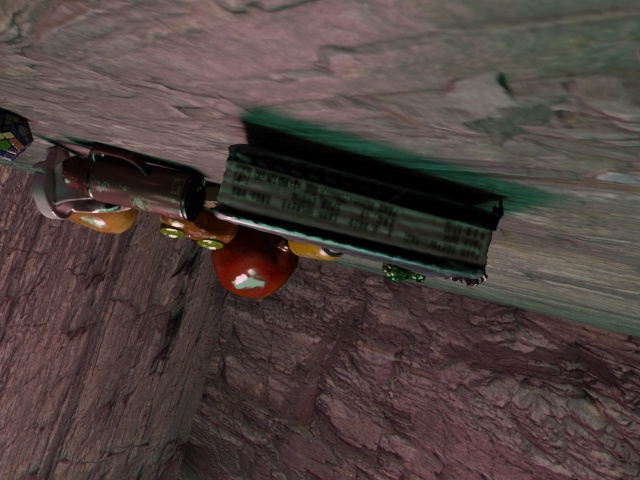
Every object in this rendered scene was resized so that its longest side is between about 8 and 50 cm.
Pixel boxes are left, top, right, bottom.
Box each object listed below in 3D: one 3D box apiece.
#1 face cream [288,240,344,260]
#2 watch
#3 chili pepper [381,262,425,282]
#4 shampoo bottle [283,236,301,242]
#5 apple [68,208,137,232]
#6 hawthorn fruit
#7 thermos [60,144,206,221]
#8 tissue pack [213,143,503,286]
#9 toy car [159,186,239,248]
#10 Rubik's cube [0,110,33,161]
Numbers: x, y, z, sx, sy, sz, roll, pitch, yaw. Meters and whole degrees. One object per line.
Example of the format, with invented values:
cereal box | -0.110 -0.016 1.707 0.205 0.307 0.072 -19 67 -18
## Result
face cream | 0.000 0.000 1.431 0.105 0.105 0.349 17 175 -16
watch | -0.599 -0.156 1.380 0.231 0.196 0.244 -6 174 5
chili pepper | 0.322 0.125 2.048 0.099 0.083 0.253 -1 169 41
shampoo bottle | -0.053 -0.039 1.262 0.127 0.078 0.257 38 168 -17
apple | -0.722 -0.133 1.690 0.261 0.194 0.261 16 173 2
hawthorn fruit | -0.231 0.057 1.939 0.308 0.325 0.308 47 -165 -17
thermos | -0.437 -0.133 1.176 0.330 0.109 0.136 12 168 9
tissue pack | 0.042 -0.037 0.762 0.361 0.122 0.259 14 179 -4
toy car | -0.284 -0.085 1.345 0.235 0.145 0.235 3 159 1
Rubik's cube | -0.655 -0.215 1.078 0.111 0.111 0.093 16 151 -7
